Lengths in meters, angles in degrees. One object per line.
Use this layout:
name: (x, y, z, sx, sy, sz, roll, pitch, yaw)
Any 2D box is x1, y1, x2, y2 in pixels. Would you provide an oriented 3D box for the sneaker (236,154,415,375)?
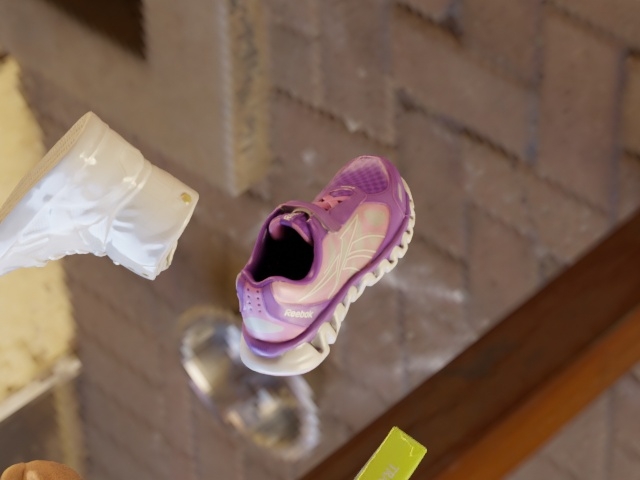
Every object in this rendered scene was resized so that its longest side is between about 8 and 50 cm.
sneaker: (0.000, 0.000, 1.671, 0.095, 0.236, 0.105, 7, 136, 32)

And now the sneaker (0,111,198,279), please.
sneaker: (-0.236, -0.002, 2.003, 0.169, 0.108, 0.292, 34, 143, -16)

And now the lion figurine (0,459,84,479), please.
lion figurine: (-0.224, 0.306, 1.951, 0.392, 0.142, 0.240, 63, -178, -47)

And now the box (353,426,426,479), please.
box: (0.025, 0.262, 1.829, 0.042, 0.178, 0.109, 36, 159, 4)
